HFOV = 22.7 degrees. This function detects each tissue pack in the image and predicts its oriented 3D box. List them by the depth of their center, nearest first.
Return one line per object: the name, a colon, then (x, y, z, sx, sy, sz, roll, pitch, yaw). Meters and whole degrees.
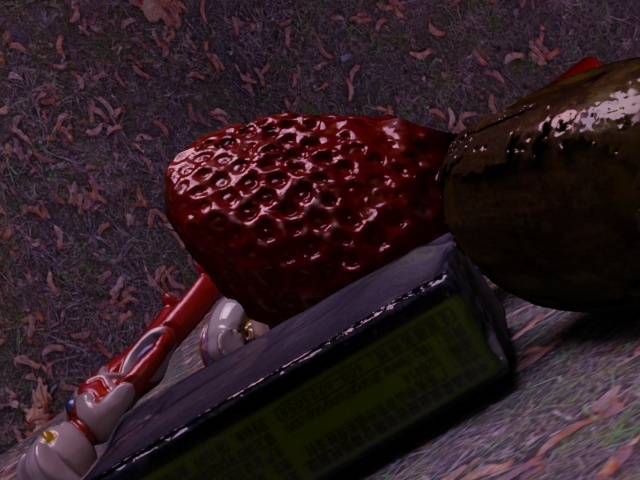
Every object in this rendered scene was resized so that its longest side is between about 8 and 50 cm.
tissue pack: (-0.021, 0.147, 1.437, 0.394, 0.124, 0.288, -31, 3, 10)

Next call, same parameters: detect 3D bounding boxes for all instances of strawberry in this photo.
strawberry: (0.010, -0.004, 1.733, 0.310, 0.291, 0.292, -2, 13, 16)

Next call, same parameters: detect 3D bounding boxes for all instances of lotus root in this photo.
lotus root: (0.232, -0.042, 1.263, 0.179, 0.196, 0.397, -35, 7, -22)

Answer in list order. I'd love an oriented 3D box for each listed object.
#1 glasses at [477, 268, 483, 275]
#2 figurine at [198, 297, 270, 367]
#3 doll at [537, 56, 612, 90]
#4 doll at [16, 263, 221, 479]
glasses: (0.174, 0.019, 2.035, 0.239, 0.102, 0.206, -39, -20, -54)
figurine: (-0.046, 0.107, 2.027, 0.190, 0.142, 0.263, -22, -4, -39)
doll: (0.329, -0.133, 1.938, 0.363, 0.160, 0.182, -33, 11, -3)
doll: (-0.259, 0.191, 2.036, 0.188, 0.099, 0.384, -41, 13, 52)
